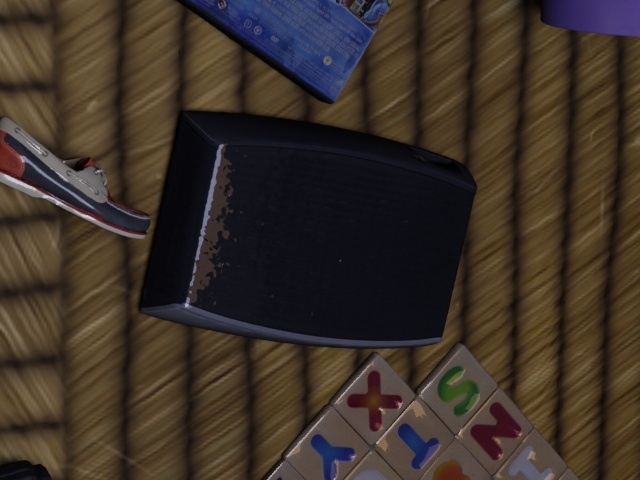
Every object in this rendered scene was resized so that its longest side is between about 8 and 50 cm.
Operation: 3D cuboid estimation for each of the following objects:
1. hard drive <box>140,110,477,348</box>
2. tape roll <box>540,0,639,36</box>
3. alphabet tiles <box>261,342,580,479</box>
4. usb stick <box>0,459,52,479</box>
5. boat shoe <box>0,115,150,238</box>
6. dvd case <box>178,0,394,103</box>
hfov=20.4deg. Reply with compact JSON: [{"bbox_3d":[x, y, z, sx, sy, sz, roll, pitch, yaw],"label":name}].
[{"bbox_3d":[0.000,0.000,1.352,0.255,0.054,0.172,9,98,-31],"label":"hard drive"},{"bbox_3d":[0.266,-0.205,1.373,0.189,0.189,0.080,-7,104,-28],"label":"tape roll"},{"bbox_3d":[0.088,0.262,1.492,0.285,0.011,0.342,-48,120,-11],"label":"alphabet tiles"},{"bbox_3d":[-0.316,0.220,1.233,0.278,0.045,0.077,-14,108,-26],"label":"usb stick"},{"bbox_3d":[-0.175,-0.041,1.250,0.137,0.049,0.043,26,86,-27],"label":"boat shoe"},{"bbox_3d":[0.004,-0.252,1.312,0.180,0.022,0.253,33,85,-30],"label":"dvd case"}]
